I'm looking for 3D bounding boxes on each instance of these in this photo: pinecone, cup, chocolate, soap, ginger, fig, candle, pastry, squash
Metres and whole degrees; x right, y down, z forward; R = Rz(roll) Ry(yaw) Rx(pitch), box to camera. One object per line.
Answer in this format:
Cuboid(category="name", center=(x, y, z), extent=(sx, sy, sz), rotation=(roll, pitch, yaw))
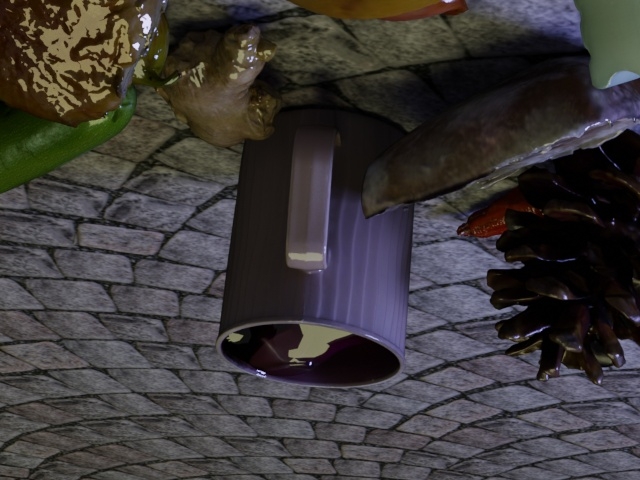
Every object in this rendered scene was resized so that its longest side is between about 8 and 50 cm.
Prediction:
Cuboid(category="pinecone", center=(0.298, 0.015, 1.747), extent=(0.244, 0.309, 0.244), rotation=(25, 149, 16))
Cuboid(category="cup", center=(-0.016, 0.002, 1.764), extent=(0.208, 0.273, 0.288), rotation=(-8, 154, 30))
Cuboid(category="chocolate", center=(0.182, -0.107, 1.628), extent=(0.303, 0.100, 0.185), rotation=(-25, 178, 39))
Cuboid(category="soap", center=(0.280, -0.199, 1.301), extent=(0.066, 0.119, 0.198), rotation=(-7, -170, 40))
Cuboid(category="ginger", center=(-0.109, -0.162, 1.648), extent=(0.137, 0.074, 0.213), rotation=(3, 163, 2))
Cuboid(category="fig", center=(-0.180, -0.185, 1.576), extent=(0.084, 0.098, 0.082), rotation=(-26, 165, 20))
Cuboid(category="candle", center=(0.221, -0.032, 1.941), extent=(0.162, 0.048, 0.053), rotation=(-20, 112, 48))
Cuboid(category="pastry", center=(-0.243, -0.204, 1.476), extent=(0.218, 0.100, 0.229), rotation=(-5, 124, 15))
Cuboid(category="squash", center=(-0.330, -0.114, 1.788), extent=(0.101, 0.101, 0.378), rotation=(25, 147, -39))

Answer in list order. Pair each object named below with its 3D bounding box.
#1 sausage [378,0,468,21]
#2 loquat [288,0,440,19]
Cuboid(category="sausage", center=(-0.028, -0.261, 1.360), extent=(0.348, 0.094, 0.097), rotation=(14, 177, -23))
Cuboid(category="loquat", center=(0.027, -0.287, 1.079), extent=(0.275, 0.275, 0.275), rotation=(5, 158, 2))
